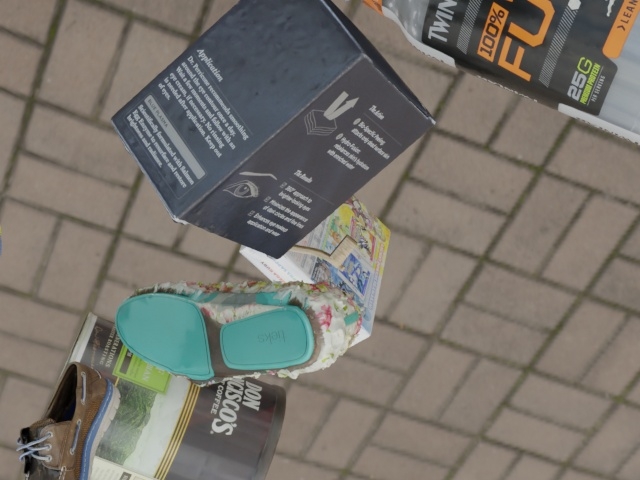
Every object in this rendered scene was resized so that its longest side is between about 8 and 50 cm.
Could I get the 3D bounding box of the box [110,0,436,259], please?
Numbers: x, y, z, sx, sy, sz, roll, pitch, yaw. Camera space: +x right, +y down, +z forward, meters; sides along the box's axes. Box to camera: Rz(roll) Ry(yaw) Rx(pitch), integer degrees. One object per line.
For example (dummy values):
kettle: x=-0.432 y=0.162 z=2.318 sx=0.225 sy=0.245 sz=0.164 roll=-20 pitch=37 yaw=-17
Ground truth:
box: x=-0.026 y=-0.080 z=0.747 sx=0.158 sy=0.093 sz=0.156 roll=-40 pitch=158 yaw=10

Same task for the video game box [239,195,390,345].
video game box: x=0.000 y=0.000 z=1.346 sx=0.187 sy=0.205 sz=0.048 roll=42 pitch=125 yaw=-20

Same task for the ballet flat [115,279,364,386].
ballet flat: x=-0.064 y=0.071 z=0.892 sx=0.240 sy=0.077 sz=0.091 roll=1 pitch=101 yaw=41

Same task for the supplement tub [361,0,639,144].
supplement tub: x=0.207 y=-0.226 z=1.002 sx=0.315 sy=0.193 sz=0.194 roll=25 pitch=127 yaw=13

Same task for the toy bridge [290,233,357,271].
toy bridge: x=-0.047 y=-0.028 z=1.172 sx=0.188 sy=0.026 sz=0.063 roll=40 pitch=97 yaw=-2

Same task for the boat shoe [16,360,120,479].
boat shoe: x=-0.251 y=0.196 z=1.036 sx=0.066 sy=0.183 sz=0.066 roll=-17 pitch=129 yaw=29

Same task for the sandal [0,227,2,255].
sandal: x=-0.330 y=0.055 z=0.618 sx=0.317 sy=0.138 sz=0.126 roll=-21 pitch=146 yaw=-15

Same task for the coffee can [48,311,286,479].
coffee can: x=-0.208 y=0.235 z=1.417 sx=0.275 sy=0.202 sz=0.202 roll=23 pitch=124 yaw=-10
